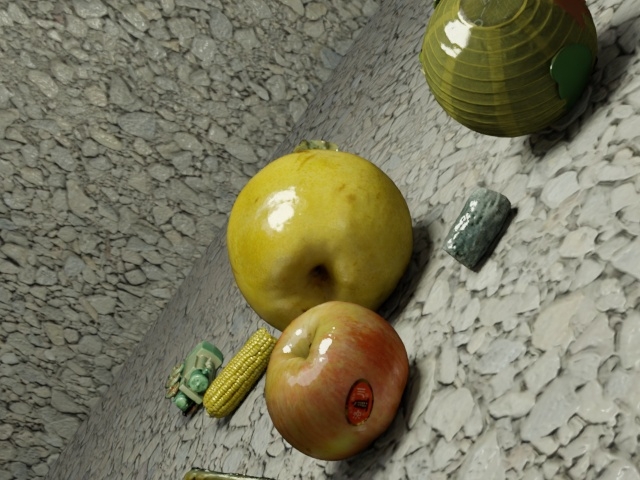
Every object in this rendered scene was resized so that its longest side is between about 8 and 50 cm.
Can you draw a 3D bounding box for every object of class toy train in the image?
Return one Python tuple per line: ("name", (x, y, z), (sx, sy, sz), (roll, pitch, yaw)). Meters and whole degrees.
("toy train", (-0.277, 0.301, 2.453), (0.125, 0.081, 0.194), (-48, 13, 11))

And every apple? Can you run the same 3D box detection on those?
("apple", (0.023, 0.187, 1.475), (0.209, 0.164, 0.209), (-39, 25, 22))

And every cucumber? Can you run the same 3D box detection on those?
("cucumber", (0.214, -0.015, 1.535), (0.112, 0.064, 0.064), (-60, 14, -12))

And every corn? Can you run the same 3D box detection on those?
("corn", (-0.154, 0.257, 2.140), (0.206, 0.067, 0.067), (-52, 13, 6))

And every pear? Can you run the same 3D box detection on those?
("pear", (0.000, 0.000, 1.768), (0.314, 0.314, 0.314), (-51, 13, 17))

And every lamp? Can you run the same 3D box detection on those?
("lamp", (0.275, -0.251, 1.594), (0.250, 0.284, 0.250), (-11, 55, 16))

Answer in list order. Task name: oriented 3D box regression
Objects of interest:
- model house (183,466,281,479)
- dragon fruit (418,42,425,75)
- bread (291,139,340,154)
("model house", (-0.118, 0.428, 1.442), (0.268, 0.173, 0.239), (76, -152, -66))
("dragon fruit", (0.261, -0.347, 2.023), (0.135, 0.137, 0.236), (-64, 5, -5))
("bread", (-0.041, -0.050, 2.245), (0.252, 0.196, 0.238), (-46, 11, 25))
